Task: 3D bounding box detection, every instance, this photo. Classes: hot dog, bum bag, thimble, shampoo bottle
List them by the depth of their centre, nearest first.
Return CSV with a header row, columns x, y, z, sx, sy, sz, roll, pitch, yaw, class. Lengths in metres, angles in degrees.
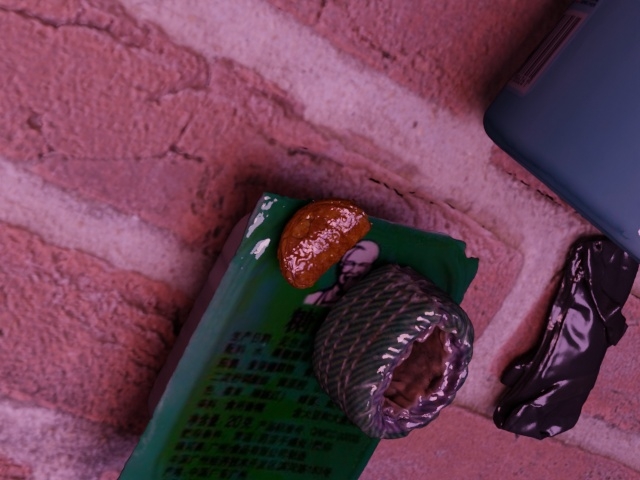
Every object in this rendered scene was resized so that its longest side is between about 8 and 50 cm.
x,y,z,sx,sy,sz,roll,pitch,yaw,class
0.000,0.000,0.978,0.083,0.035,0.058,-42,133,-3,hot dog
0.064,0.096,1.050,0.118,0.090,0.135,27,101,-45,thimble
0.364,-0.130,1.069,0.342,0.331,0.331,-49,133,8,shampoo bottle
0.281,0.112,1.367,0.123,0.060,0.248,8,115,-36,bum bag

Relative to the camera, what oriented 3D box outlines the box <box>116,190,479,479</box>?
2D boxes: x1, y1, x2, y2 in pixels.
x,y,z,sx,sy,sz,roll,pitch,yaw,class
-0.039,0.101,1.120,0.264,0.106,0.336,14,111,-39,box
